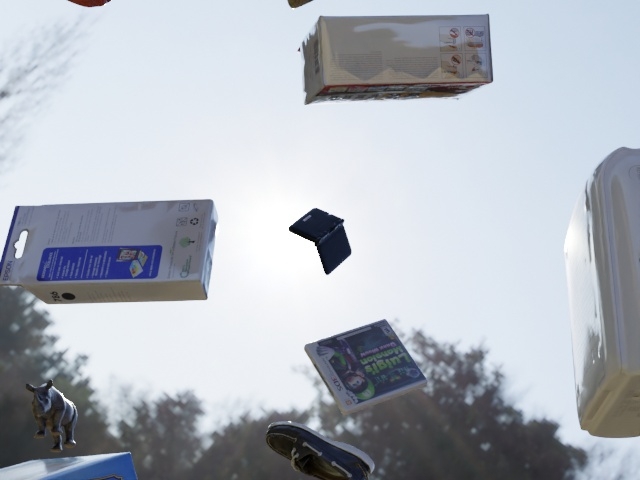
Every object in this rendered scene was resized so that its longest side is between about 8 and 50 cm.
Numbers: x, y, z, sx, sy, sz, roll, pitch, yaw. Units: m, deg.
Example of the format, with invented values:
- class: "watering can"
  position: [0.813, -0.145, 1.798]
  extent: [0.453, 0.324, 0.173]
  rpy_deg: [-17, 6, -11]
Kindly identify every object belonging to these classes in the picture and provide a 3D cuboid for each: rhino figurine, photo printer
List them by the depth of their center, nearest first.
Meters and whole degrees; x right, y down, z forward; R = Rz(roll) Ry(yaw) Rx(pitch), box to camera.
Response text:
- class: "photo printer"
  position: [0.367, 0.058, 1.309]
  extent: [0.107, 0.307, 0.256]
  rpy_deg: [1, -27, 2]
- class: "rhino figurine"
  position: [-0.556, 0.352, 2.223]
  extent: [0.073, 0.106, 0.243]
  rpy_deg: [-5, -27, 1]

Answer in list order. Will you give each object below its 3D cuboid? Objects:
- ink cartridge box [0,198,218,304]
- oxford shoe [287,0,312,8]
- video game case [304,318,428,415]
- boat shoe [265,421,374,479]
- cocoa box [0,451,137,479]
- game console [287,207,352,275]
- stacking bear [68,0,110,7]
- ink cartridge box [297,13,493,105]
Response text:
- class: "ink cartridge box"
  position: [-0.335, 0.018, 1.718]
  extent: [0.333, 0.165, 0.065]
  rpy_deg: [0, -35, 7]
- class: "oxford shoe"
  position: [-0.102, -0.607, 2.067]
  extent: [0.348, 0.130, 0.123]
  rpy_deg: [59, 25, 3]
- class: "video game case"
  position: [0.089, 0.246, 2.132]
  extent: [0.173, 0.190, 0.022]
  rpy_deg: [56, -30, 34]
- class: "boat shoe"
  position: [-0.007, 0.223, 1.106]
  extent: [0.125, 0.038, 0.046]
  rpy_deg: [18, -45, 25]
- class: "cocoa box"
  position: [-0.464, 0.485, 1.754]
  extent: [0.347, 0.231, 0.227]
  rpy_deg: [-16, -94, 46]
- class: "game console"
  position: [0.000, 0.000, 2.163]
  extent: [0.107, 0.122, 0.071]
  rpy_deg: [24, -59, 17]
- class: "stacking bear"
  position: [-0.325, -0.496, 1.470]
  extent: [0.164, 0.175, 0.289]
  rpy_deg: [24, -43, 9]
- class: "ink cartridge box"
  position: [0.127, -0.325, 1.997]
  extent: [0.272, 0.310, 0.130]
  rpy_deg: [169, -82, -80]
